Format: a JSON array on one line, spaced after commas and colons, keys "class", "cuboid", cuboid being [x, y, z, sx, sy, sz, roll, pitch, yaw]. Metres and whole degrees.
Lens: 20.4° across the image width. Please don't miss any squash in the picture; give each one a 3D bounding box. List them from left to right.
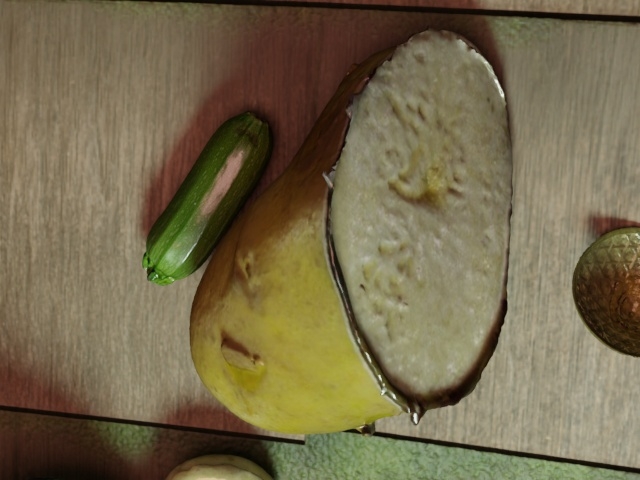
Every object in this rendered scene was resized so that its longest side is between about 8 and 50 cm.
[{"class": "squash", "cuboid": [-0.120, -0.040, 1.878, 0.068, 0.077, 0.219, 20, 115, -37]}]

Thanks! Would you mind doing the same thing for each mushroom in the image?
[{"class": "mushroom", "cuboid": [-0.113, 0.310, 1.945, 0.154, 0.122, 0.154, 1, 106, 4]}]

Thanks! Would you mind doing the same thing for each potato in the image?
[{"class": "potato", "cuboid": [0.000, 0.000, 1.790, 0.296, 0.290, 0.397, -6, 84, 41]}]

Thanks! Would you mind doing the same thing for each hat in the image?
[{"class": "hat", "cuboid": [0.325, 0.065, 1.827, 0.146, 0.067, 0.146, 1, 66, -3]}]

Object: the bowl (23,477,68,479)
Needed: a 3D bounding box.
[{"class": "bowl", "cuboid": [-0.259, 0.370, 1.952, 0.289, 0.146, 0.289, 39, 146, 33]}]
